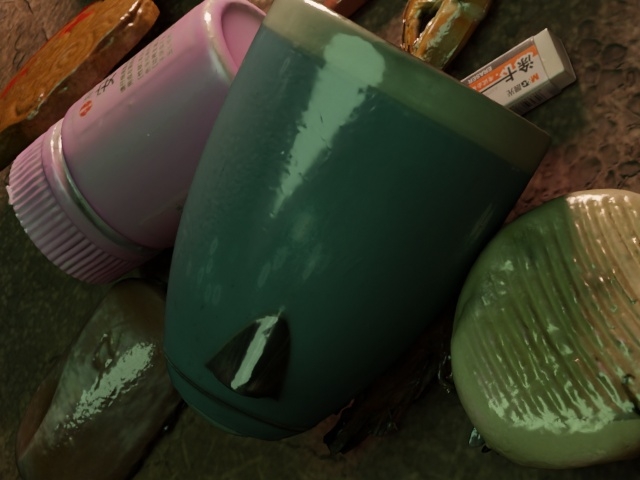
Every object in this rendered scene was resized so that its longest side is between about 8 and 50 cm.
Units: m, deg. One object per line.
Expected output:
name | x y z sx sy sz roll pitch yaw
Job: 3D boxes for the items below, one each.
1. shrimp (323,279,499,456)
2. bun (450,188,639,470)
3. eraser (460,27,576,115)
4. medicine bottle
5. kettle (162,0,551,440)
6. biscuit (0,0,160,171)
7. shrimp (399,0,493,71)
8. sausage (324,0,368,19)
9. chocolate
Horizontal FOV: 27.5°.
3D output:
shrimp | 0.097 0.131 1.098 0.219 0.046 0.152 -45 47 14
bun | 0.206 0.070 0.979 0.237 0.116 0.210 -33 51 -6
eraser | 0.163 -0.133 1.157 0.122 0.029 0.052 -31 56 26
medicine bottle | -0.153 -0.095 1.302 0.290 0.178 0.178 -33 55 26
kettle | 0.000 0.000 1.096 0.247 0.319 0.342 29 98 1
biscuit | -0.294 -0.190 1.465 0.273 0.049 0.257 -45 22 6
shrimp | 0.102 -0.198 1.224 0.099 0.041 0.180 29 93 43
sausage | 0.058 -0.268 1.293 0.147 0.035 0.030 -43 31 20
chocolate | -0.233 0.162 1.331 0.161 0.083 0.261 40 101 43
